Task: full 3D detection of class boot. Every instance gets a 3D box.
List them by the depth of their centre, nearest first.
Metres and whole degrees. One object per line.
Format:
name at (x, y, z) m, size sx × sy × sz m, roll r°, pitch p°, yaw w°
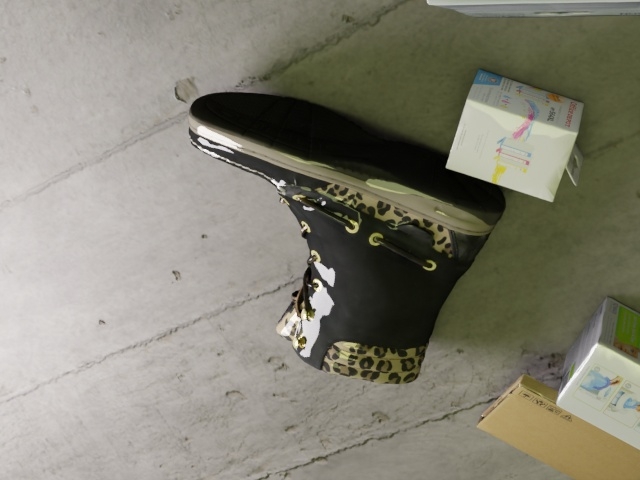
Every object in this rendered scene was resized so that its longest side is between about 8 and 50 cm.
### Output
boot at (0.000, 0.000, 1.640) m, size 0.377 × 0.138 × 0.284 m, roll 18°, pitch 122°, yaw 1°

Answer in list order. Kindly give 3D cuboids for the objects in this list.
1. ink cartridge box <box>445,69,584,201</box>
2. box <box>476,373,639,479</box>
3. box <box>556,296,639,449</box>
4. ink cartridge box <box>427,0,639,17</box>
ink cartridge box at (0.224, -0.114, 1.526) m, size 0.143 × 0.092 × 0.090 m, roll 18°, pitch 121°, yaw 6°
box at (0.306, 0.243, 1.700) m, size 0.201 × 0.021 × 0.164 m, roll 28°, pitch 152°, yaw 0°
box at (0.394, 0.175, 1.621) m, size 0.203 × 0.114 × 0.103 m, roll 29°, pitch 121°, yaw 2°
ink cartridge box at (0.234, -0.252, 1.386) m, size 0.223 × 0.224 × 0.045 m, roll 2°, pitch 96°, yaw 15°
